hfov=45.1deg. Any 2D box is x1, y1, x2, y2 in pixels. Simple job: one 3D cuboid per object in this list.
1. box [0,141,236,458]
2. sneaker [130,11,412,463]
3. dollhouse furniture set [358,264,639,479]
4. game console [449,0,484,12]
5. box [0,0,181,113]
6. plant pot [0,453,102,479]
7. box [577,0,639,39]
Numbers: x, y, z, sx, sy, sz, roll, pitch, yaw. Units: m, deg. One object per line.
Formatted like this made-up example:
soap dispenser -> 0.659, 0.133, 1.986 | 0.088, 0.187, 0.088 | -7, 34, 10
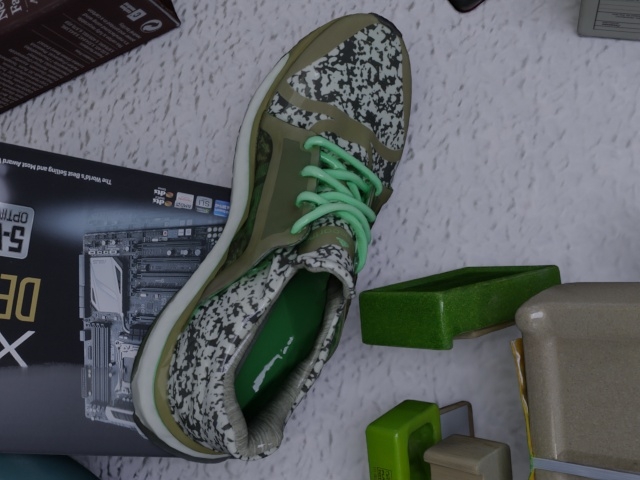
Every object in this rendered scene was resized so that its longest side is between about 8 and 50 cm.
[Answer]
box -> -0.201, 0.056, 0.659 | 0.307, 0.076, 0.243 | 11, 84, -28
sneaker -> 0.000, 0.000, 0.616 | 0.158, 0.182, 0.411 | 27, 80, -26
dollhouse furniture set -> 0.187, 0.122, 0.542 | 0.301, 0.151, 0.198 | -3, 93, 48
game console -> 0.140, -0.310, 0.703 | 0.085, 0.124, 0.144 | -29, 76, -17
box -> -0.362, -0.248, 0.802 | 0.381, 0.143, 0.191 | -23, 78, 13
plant pot -> -0.293, 0.301, 0.652 | 0.235, 0.293, 0.293 | 33, 93, 32
box -> 0.283, -0.250, 0.577 | 0.148, 0.232, 0.127 | 9, 86, 16
